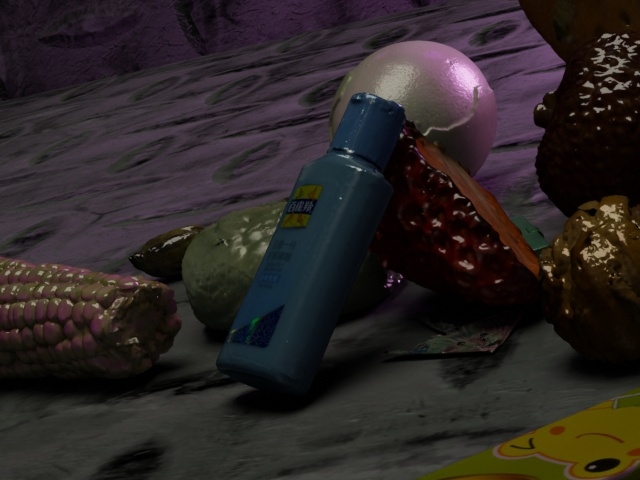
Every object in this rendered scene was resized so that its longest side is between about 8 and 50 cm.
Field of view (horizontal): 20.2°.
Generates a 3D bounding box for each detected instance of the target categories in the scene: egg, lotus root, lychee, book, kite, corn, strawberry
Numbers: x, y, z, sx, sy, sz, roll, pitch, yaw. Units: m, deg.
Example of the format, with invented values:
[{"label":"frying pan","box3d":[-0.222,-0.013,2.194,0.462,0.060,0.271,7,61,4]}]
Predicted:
[{"label":"egg","box3d":[0.100,-0.126,1.981,0.183,0.183,0.217,-11,17,17]},{"label":"lotus root","box3d":[-0.160,0.015,1.964,0.099,0.049,0.054,-17,21,-11]},{"label":"lychee","box3d":[0.287,-0.097,1.672,0.194,0.194,0.194,-14,13,3]},{"label":"book","box3d":[0.162,0.009,1.704,0.103,0.017,0.135,-17,14,-2]},{"label":"kite","box3d":[0.113,0.077,1.498,0.139,0.011,0.156,-15,14,-18]},{"label":"corn","box3d":[-0.268,0.076,1.697,0.335,0.127,0.126,3,21,40]},{"label":"strawberry","box3d":[0.104,0.001,1.560,0.111,0.190,0.236,-44,36,9]}]

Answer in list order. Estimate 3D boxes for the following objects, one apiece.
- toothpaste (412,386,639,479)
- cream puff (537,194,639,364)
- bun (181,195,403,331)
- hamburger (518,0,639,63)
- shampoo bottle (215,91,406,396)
[{"label":"toothpaste","box3d":[0.133,0.155,0.987,0.327,0.077,0.110,-19,14,-19]},{"label":"cream puff","box3d":[0.214,0.035,1.340,0.104,0.119,0.133,-33,-13,-3]},{"label":"bun","box3d":[-0.032,0.012,1.700,0.221,0.108,0.221,-14,13,3]},{"label":"hamburger","box3d":[0.436,-0.221,1.777,0.445,0.287,0.268,-6,15,46]},{"label":"shampoo bottle","box3d":[0.000,0.000,1.478,0.104,0.061,0.258,3,65,55]}]
